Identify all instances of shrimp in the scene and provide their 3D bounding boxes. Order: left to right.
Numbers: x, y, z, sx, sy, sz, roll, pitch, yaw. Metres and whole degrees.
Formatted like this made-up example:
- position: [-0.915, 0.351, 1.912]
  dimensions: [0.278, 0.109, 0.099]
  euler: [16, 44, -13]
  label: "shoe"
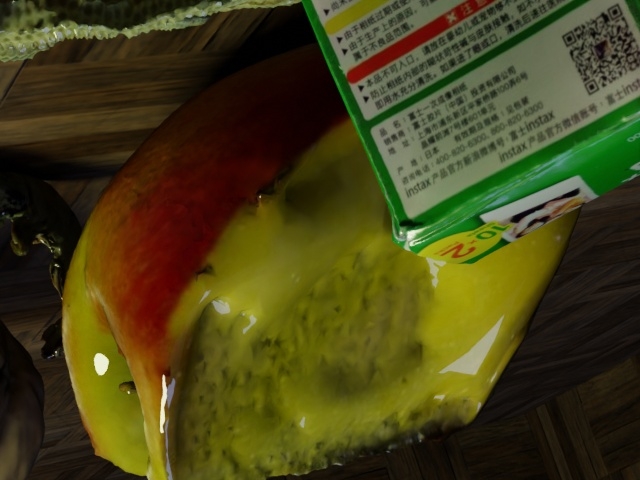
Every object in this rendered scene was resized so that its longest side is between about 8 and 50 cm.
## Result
- position: [-0.223, 0.014, 1.112]
  dimensions: [0.035, 0.147, 0.195]
  euler: [-24, 162, 27]
  label: "shrimp"

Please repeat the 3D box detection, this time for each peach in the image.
- position: [0.000, 0.000, 1.117]
  dimensions: [0.380, 0.306, 0.242]
  euler: [-12, -153, -29]
  label: "peach"

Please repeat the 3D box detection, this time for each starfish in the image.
- position: [-0.197, -0.098, 0.845]
  dimensions: [0.347, 0.078, 0.358]
  euler: [-16, -170, 34]
  label: "starfish"

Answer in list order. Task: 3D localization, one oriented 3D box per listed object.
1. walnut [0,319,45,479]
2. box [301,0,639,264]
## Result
- position: [-0.359, 0.141, 1.247]
  dimensions: [0.273, 0.227, 0.273]
  euler: [-13, 168, -3]
  label: "walnut"
- position: [0.077, -0.130, 0.762]
  dimensions: [0.180, 0.250, 0.103]
  euler: [-28, 169, 30]
  label: "box"
